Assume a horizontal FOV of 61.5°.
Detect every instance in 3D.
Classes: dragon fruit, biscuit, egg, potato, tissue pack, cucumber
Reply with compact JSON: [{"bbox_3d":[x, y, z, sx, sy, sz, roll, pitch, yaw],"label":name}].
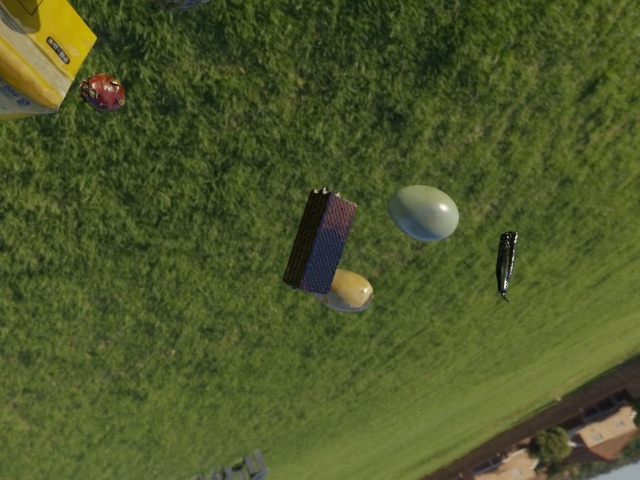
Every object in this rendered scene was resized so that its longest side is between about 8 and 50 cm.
[{"bbox_3d":[-0.697,-0.482,1.757,0.125,0.246,0.125,-36,109,1],"label":"dragon fruit"},{"bbox_3d":[0.000,0.000,1.263,0.106,0.070,0.252,19,89,-47],"label":"biscuit"},{"bbox_3d":[0.212,-0.058,1.120,0.152,0.114,0.114,21,144,6],"label":"egg"},{"bbox_3d":[0.048,0.127,1.376,0.118,0.178,0.109,7,98,-69],"label":"potato"},{"bbox_3d":[-0.617,-0.392,0.869,0.293,0.228,0.382,-4,146,22],"label":"tissue pack"},{"bbox_3d":[0.392,0.056,1.137,0.043,0.163,0.039,-3,149,39],"label":"cucumber"}]

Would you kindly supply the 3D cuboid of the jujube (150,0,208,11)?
[{"bbox_3d":[-0.307,-0.606,1.149,0.226,0.317,0.226,-8,108,-26],"label":"jujube"}]
